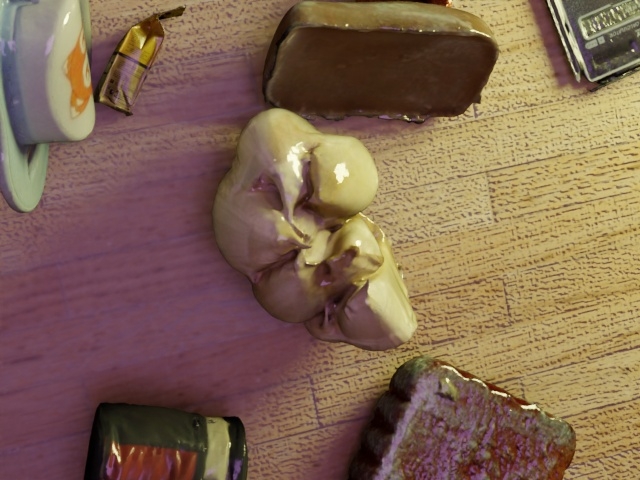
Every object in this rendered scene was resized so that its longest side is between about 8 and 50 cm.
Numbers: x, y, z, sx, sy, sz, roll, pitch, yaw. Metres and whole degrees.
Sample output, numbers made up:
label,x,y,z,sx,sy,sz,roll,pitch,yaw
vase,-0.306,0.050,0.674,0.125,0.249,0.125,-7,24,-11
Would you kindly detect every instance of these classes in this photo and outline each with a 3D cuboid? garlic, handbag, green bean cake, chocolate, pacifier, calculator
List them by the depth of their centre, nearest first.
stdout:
label,x,y,z,sx,sy,sz,roll,pitch,yaw
pacifier,-0.341,-0.175,1.243,0.233,0.244,0.299,-3,128,-4
garlic,-0.017,-0.001,1.354,0.184,0.203,0.281,-14,103,7
handbag,-0.163,0.300,1.354,0.181,0.181,0.254,7,96,-12
chocolate,0.061,-0.206,1.394,0.261,0.161,0.083,1,58,-19
green bean cake,0.160,0.251,1.470,0.232,0.097,0.199,22,88,-15
calculator,0.327,-0.326,1.493,0.165,0.028,0.274,-25,101,-11

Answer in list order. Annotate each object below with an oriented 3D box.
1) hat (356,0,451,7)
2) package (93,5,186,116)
label,x,y,z,sx,sy,sz,roll,pitch,yaw
hat,0.088,-0.328,1.414,0.112,0.093,0.162,-4,80,-16
package,-0.193,-0.196,1.353,0.047,0.071,0.131,27,90,-12
